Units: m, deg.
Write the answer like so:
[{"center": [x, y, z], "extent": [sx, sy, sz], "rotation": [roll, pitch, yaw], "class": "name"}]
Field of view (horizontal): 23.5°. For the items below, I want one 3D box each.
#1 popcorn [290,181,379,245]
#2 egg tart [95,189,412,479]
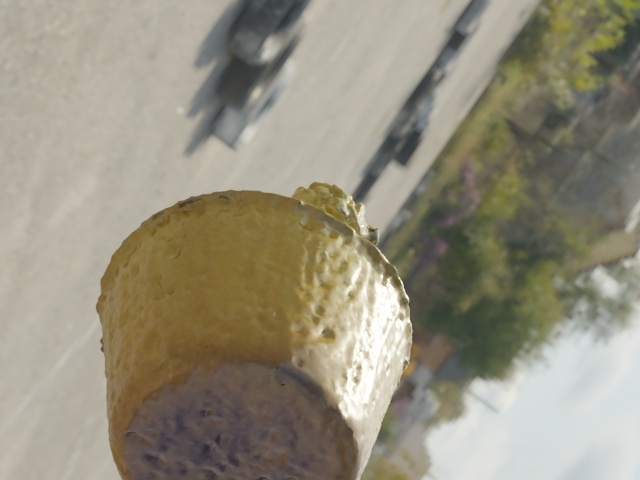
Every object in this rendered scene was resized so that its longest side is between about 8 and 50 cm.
[{"center": [0.000, 0.000, 1.084], "extent": [0.057, 0.083, 0.082], "rotation": [-154, -123, -79], "class": "popcorn"}, {"center": [-0.050, 0.085, 0.982], "extent": [0.215, 0.215, 0.171], "rotation": [-56, -168, 29], "class": "egg tart"}]
